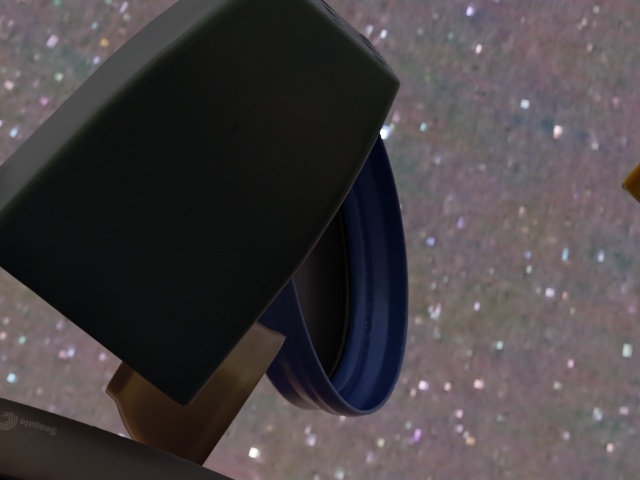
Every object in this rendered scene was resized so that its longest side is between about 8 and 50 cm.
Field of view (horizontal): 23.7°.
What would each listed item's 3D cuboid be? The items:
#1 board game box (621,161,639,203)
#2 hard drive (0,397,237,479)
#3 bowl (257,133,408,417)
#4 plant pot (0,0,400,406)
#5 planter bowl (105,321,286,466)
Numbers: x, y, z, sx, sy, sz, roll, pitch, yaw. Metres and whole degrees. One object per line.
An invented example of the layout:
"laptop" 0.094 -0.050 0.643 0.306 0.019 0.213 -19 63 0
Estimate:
"board game box" 0.221 0.012 0.684 0.124 0.259 0.039 47 -69 19
"hard drive" -0.122 0.206 0.976 0.255 0.054 0.172 23 -53 -10
"bowl" 0.000 0.000 1.680 0.077 0.391 0.391 -8 -51 21
"plant pot" -0.071 -0.057 0.957 0.165 0.165 0.234 40 -81 -16
"planter bowl" -0.119 0.121 1.337 0.109 0.162 0.162 34 -46 0
